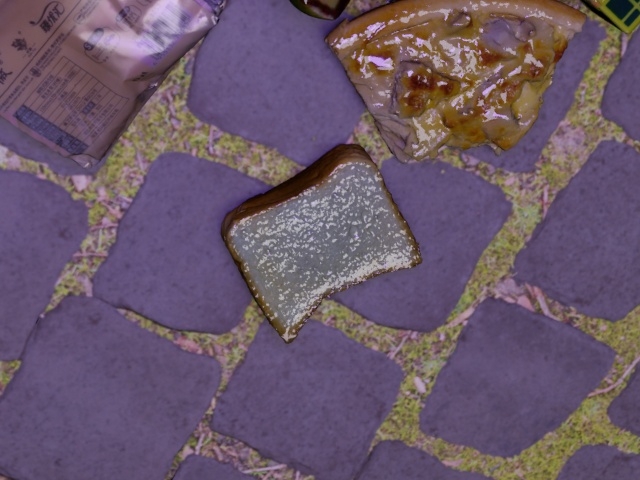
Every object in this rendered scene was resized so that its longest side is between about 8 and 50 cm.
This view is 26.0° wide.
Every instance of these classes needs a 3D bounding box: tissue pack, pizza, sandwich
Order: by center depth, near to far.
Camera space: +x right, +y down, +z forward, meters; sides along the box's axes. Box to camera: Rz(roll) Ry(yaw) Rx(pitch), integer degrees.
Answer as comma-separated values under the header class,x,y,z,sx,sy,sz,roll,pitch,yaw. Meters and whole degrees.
class,x,y,z,sx,sy,sz,roll,pitch,yaw
tissue pack,-0.258,-0.223,1.522,0.215,0.123,0.257,35,109,-22
pizza,0.165,-0.190,1.665,0.323,0.089,0.223,-6,116,-10
sandwich,0.000,0.000,1.719,0.214,0.065,0.186,-28,115,-2

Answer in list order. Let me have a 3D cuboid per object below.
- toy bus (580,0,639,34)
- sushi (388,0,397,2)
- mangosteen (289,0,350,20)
class,x,y,z,sx,sy,sz,roll,pitch,yaw
toy bus,0.387,-0.385,1.625,0.150,0.128,0.262,36,101,-28
sushi,0.152,-0.396,1.605,0.264,0.050,0.290,17,107,-20
mangosteen,0.025,-0.404,1.449,0.311,0.311,0.311,-5,113,-12
